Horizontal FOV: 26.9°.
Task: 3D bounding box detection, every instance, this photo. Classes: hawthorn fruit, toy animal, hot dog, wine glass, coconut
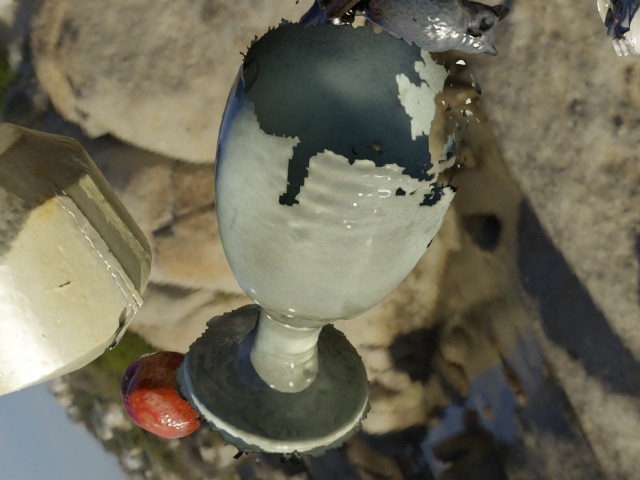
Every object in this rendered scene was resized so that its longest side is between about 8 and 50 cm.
[{"bbox_3d":[-0.207,0.204,1.787,0.128,0.128,0.128,158,90,-80],"label":"hawthorn fruit"},{"bbox_3d":[0.092,-0.248,1.442,0.117,0.210,0.121,-108,35,-57],"label":"toy animal"},{"bbox_3d":[0.031,-0.209,1.066,0.021,0.083,0.037,31,-156,-47],"label":"hot dog"},{"bbox_3d":[-0.005,0.001,1.060,0.190,0.190,0.357,60,145,38],"label":"wine glass"},{"bbox_3d":[-0.356,0.035,1.541,0.323,0.323,0.323,158,90,-80],"label":"coconut"}]

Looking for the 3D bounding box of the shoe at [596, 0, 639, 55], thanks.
[{"bbox_3d":[0.309,-0.227,1.284,0.180,0.092,0.089,-98,-12,-55],"label":"shoe"}]
